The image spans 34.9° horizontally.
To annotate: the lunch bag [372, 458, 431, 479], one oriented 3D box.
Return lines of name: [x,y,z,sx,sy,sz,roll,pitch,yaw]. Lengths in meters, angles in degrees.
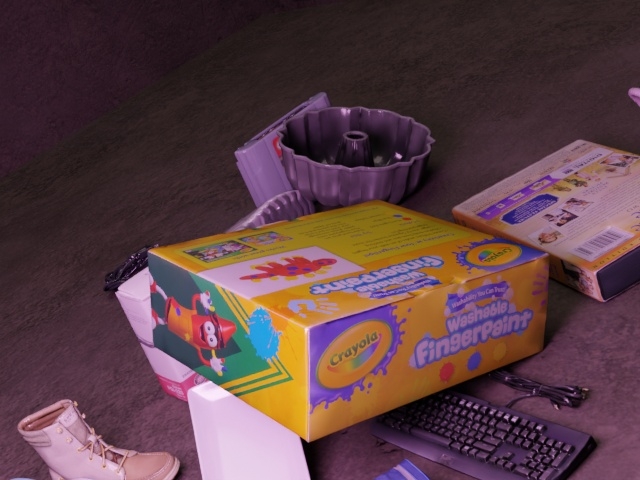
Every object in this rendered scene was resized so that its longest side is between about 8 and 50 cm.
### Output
lunch bag: [0.111,0.315,1.245,0.065,0.067,0.098,-28,23,-14]

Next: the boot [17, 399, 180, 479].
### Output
boot: [-0.330,0.309,1.506,0.213,0.165,0.077,-14,26,21]

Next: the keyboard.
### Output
keyboard: [0.228,0.234,1.364,0.201,0.033,0.317,-36,28,-30]

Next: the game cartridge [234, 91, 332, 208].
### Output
game cartridge: [-0.048,-0.179,2.254,0.060,0.196,0.294,4,34,45]

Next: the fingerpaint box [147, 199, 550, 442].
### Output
fingerpaint box: [0.040,0.090,1.455,0.444,0.163,0.371,-14,23,-38]

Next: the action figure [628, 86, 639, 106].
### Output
action figure: [0.656,-0.232,1.745,0.275,0.248,0.370,-35,31,33]

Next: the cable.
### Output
cable: [-0.389,0.070,2.221,0.184,0.047,0.150,-30,30,-24]

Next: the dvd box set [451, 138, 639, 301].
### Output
dvd box set: [0.458,-0.050,1.725,0.307,0.062,0.420,-29,24,-15]

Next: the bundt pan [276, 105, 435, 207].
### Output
bundt pan: [0.072,-0.165,2.132,0.330,0.124,0.331,1,29,0]

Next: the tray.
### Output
tray: [-0.094,0.295,1.397,0.145,0.030,0.270,-20,49,3]

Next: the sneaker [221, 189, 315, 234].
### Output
sneaker: [-0.136,-0.025,2.122,0.281,0.105,0.115,-31,18,-27]

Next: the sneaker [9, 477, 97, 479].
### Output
sneaker: [-0.391,0.428,1.371,0.319,0.127,0.208,-13,22,42]

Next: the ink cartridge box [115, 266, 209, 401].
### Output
ink cartridge box: [-0.223,0.137,1.714,0.158,0.218,0.092,-37,28,-30]
